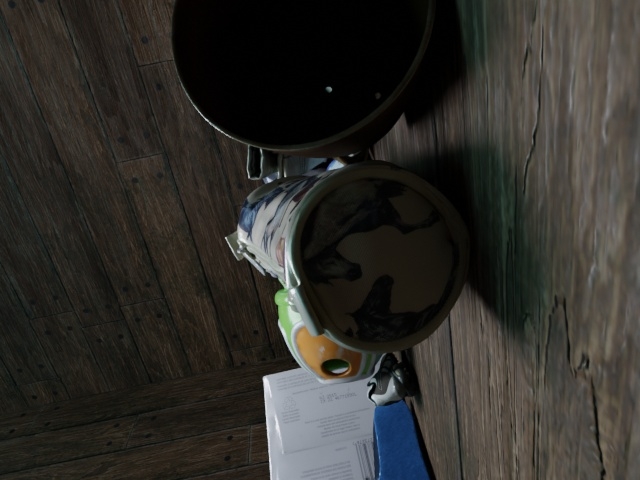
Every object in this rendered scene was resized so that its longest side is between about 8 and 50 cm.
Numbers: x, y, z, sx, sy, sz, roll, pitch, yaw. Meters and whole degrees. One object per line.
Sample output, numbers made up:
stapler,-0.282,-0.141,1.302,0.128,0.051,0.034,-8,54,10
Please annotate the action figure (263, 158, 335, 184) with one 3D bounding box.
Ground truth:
action figure,-0.094,-0.224,1.125,0.341,0.179,0.329,16,104,49

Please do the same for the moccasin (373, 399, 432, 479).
moccasin,0.173,0.486,0.935,0.341,0.138,0.116,-81,-19,-47

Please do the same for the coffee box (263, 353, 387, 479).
coffee box,0.058,0.533,1.231,0.334,0.338,0.338,79,179,-53

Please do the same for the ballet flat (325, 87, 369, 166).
ballet flat,0.036,-0.231,0.757,0.124,0.116,0.342,55,168,29

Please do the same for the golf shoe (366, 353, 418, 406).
golf shoe,0.130,0.282,0.961,0.077,0.094,0.198,59,179,8

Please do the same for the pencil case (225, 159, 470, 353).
pencil case,0.000,0.000,0.559,0.159,0.184,0.410,55,171,-14

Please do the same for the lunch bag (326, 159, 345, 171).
lunch bag,0.064,-0.103,0.960,0.128,0.097,0.151,-98,12,-45

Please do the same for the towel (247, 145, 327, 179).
towel,-0.029,-0.269,0.829,0.324,0.056,0.311,-39,-42,-64

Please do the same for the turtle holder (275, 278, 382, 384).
turtle holder,0.029,0.163,0.995,0.320,0.244,0.227,159,101,-76

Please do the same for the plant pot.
plant pot,0.009,-0.170,0.478,0.230,0.216,0.215,12,-114,-74

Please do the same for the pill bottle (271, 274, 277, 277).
pill bottle,0.012,-0.014,0.841,0.124,0.222,0.124,169,90,-89
